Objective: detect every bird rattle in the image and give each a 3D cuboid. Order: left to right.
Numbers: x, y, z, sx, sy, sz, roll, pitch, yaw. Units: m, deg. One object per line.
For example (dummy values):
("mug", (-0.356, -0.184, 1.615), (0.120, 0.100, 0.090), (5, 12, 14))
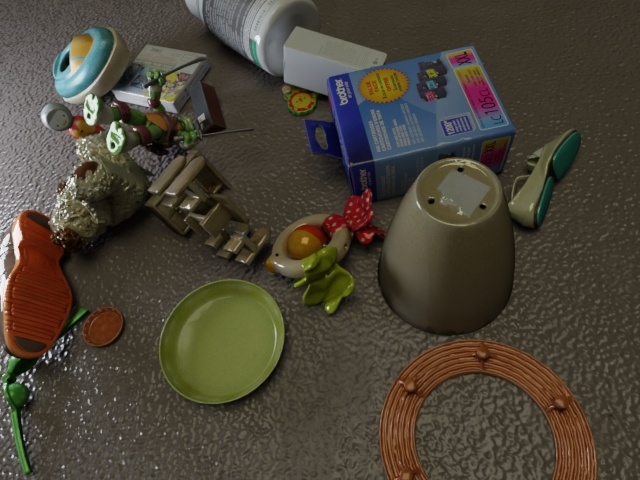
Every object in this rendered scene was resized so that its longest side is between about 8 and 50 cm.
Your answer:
("bird rattle", (0.000, 0.000, 0.965), (0.206, 0.143, 0.254), (6, 56, 31))

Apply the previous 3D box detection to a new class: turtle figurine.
("turtle figurine", (-0.349, -0.290, 1.079), (0.274, 0.198, 0.266), (-9, 10, 35))

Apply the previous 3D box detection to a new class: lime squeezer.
("lime squeezer", (-0.548, 0.273, 0.940), (0.109, 0.059, 0.311), (16, 57, -17))

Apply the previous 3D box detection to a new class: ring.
("ring", (0.262, 0.318, 0.785), (0.336, 0.032, 0.337), (-4, 59, 7))

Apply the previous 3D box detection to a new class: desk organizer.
("desk organizer", (-0.285, -0.332, 1.243), (0.047, 0.050, 0.130), (-28, 71, 31))

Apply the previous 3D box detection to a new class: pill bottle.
("pill bottle", (-0.189, -0.601, 1.297), (0.204, 0.204, 0.361), (-42, 63, -16))

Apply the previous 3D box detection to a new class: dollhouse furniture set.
("dollhouse furniture set", (-0.224, -0.091, 1.004), (0.242, 0.212, 0.161), (12, 60, 46))

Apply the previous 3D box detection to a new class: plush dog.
("plush dog", (-0.493, -0.083, 1.082), (0.225, 0.211, 0.262), (-36, 38, 6))

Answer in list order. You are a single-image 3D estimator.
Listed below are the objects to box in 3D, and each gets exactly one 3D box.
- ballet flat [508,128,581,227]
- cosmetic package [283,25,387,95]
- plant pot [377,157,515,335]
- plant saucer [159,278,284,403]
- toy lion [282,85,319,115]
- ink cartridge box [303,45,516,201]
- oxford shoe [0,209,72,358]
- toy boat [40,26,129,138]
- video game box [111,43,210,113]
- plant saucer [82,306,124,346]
("ballet flat", (0.446, -0.135, 1.000), (0.086, 0.086, 0.248), (27, 68, 22))
("cosmetic package", (0.031, -0.414, 1.180), (0.231, 0.117, 0.086), (21, 63, 5))
("plant pot", (0.222, -0.007, 0.841), (0.256, 0.274, 0.257), (-4, 59, 6))
("plant saucer", (-0.182, 0.189, 0.929), (0.240, 0.037, 0.241), (-4, 59, 7))
("toy lion", (-0.043, -0.361, 1.236), (0.100, 0.034, 0.096), (-35, 68, -12))
("ink cartridge box", (0.171, -0.242, 1.064), (0.395, 0.151, 0.270), (-13, 59, 3))
("oxford shoe", (-0.605, 0.103, 1.005), (0.132, 0.130, 0.364), (-37, 46, 13))
("toy boat", (-0.609, -0.405, 1.252), (0.267, 0.148, 0.319), (-16, 66, 35))
("video game box", (-0.430, -0.442, 1.334), (0.205, 0.048, 0.187), (16, 62, 18))
("plant saucer", (-0.436, 0.175, 0.991), (0.083, 0.013, 0.084), (-4, 58, 7))
